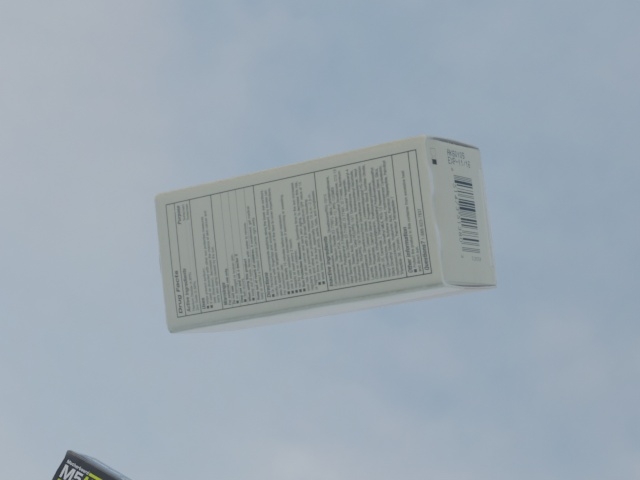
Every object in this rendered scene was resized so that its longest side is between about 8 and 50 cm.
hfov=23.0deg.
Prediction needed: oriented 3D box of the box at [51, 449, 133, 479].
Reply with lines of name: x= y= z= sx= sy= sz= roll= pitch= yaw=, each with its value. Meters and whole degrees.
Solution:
box: x=-0.209 y=0.378 z=1.677 sx=0.270 sy=0.216 sz=0.060 roll=23 pitch=-7 yaw=29

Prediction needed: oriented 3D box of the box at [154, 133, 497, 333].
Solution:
box: x=0.000 y=0.000 z=1.522 sx=0.311 sy=0.121 sz=0.148 roll=-9 pitch=-97 yaw=31
